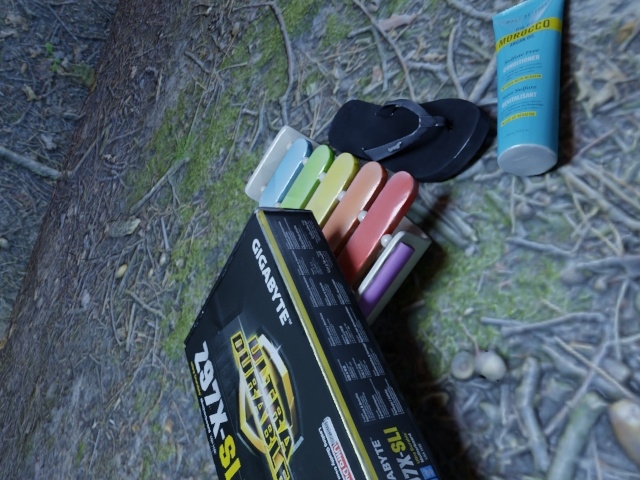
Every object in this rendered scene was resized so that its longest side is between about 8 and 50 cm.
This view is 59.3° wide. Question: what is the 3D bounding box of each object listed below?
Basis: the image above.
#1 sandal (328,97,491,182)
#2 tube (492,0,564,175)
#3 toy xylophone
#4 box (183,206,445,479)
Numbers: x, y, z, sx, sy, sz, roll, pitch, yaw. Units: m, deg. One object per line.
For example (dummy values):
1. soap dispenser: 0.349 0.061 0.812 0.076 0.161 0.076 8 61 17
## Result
1. sandal: 0.085 -0.128 0.672 0.254 0.054 0.097 16 85 51
2. tube: 0.207 -0.164 0.561 0.080 0.052 0.207 -10 58 36
3. toy xylophone: 0.000 0.000 0.688 0.322 0.081 0.236 38 102 51
4. box: -0.035 0.168 0.573 0.257 0.079 0.322 -57 45 39
